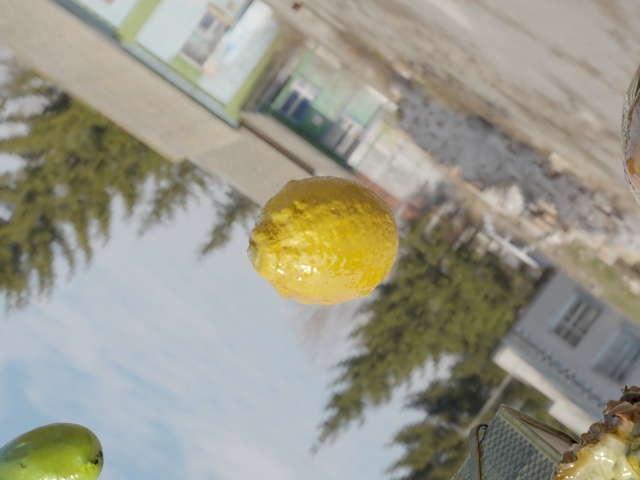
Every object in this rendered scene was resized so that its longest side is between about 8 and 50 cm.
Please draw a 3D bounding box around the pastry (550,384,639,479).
[{"bbox_3d":[0.360,0.344,1.197,0.337,0.405,0.292,28,150,-36],"label":"pastry"}]

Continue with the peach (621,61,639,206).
[{"bbox_3d":[0.360,-0.091,1.006,0.232,0.257,0.232,47,-179,-1],"label":"peach"}]

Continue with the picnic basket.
[{"bbox_3d":[0.297,0.334,1.664,0.165,0.139,0.267,27,-172,-37],"label":"picnic basket"}]

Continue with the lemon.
[{"bbox_3d":[0.000,0.000,1.447,0.187,0.142,0.142,-7,-149,-34],"label":"lemon"}]

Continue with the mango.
[{"bbox_3d":[-0.287,0.224,1.323,0.091,0.165,0.074,-22,-85,-60],"label":"mango"}]
